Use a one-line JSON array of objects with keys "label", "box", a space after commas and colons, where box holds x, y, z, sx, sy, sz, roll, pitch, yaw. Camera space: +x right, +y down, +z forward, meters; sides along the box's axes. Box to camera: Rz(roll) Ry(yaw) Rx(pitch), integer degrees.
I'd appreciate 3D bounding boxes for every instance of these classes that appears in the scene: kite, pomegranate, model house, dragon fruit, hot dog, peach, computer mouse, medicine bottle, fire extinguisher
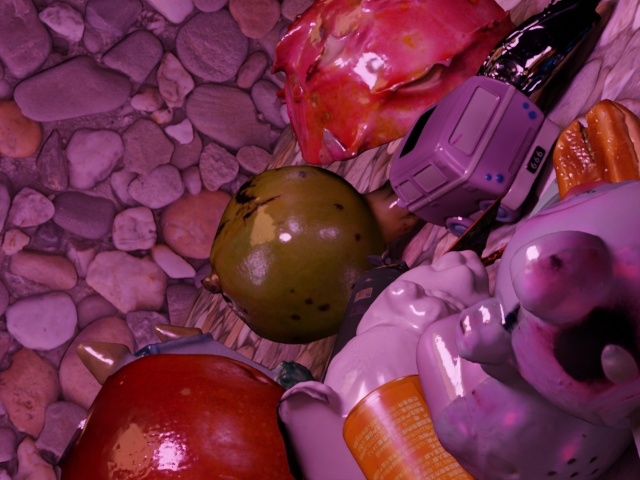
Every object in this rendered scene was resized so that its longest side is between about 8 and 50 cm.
[{"label": "kite", "box": [0.153, 0.037, 1.846, 0.189, 0.009, 0.232, -25, -32, -28]}, {"label": "pomegranate", "box": [0.000, 0.000, 2.346, 0.341, 0.260, 0.260, -35, 10, -3]}, {"label": "model house", "box": [-0.213, 0.234, 2.396, 0.267, 0.325, 0.194, -62, 13, -19]}, {"label": "dragon fruit", "box": [0.089, -0.265, 2.312, 0.371, 0.249, 0.386, -17, 14, 38]}, {"label": "hot dog", "box": [0.267, -0.021, 1.483, 0.100, 0.068, 0.249, -41, 39, 36]}, {"label": "peach", "box": [-0.166, 0.298, 2.069, 0.335, 0.310, 0.406, -55, 11, 2]}, {"label": "computer mouse", "box": [0.260, -0.231, 2.104, 0.241, 0.077, 0.146, -48, -2, 11]}, {"label": "medicine bottle", "box": [0.101, 0.211, 1.390, 0.096, 0.096, 0.192, -52, 54, 31]}, {"label": "fire extinguisher", "box": [0.061, 0.124, 2.048, 0.114, 0.095, 0.311, -12, 38, 32]}]

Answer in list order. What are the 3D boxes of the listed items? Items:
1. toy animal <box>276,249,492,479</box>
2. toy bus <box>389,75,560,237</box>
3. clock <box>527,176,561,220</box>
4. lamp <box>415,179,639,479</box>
[{"label": "toy animal", "box": [0.095, 0.151, 1.660, 0.357, 0.194, 0.257, -49, -40, -68]}, {"label": "toy bus", "box": [0.179, -0.098, 2.020, 0.142, 0.142, 0.202, -63, 11, -20]}, {"label": "clock", "box": [0.238, 0.012, 1.669, 0.188, 0.060, 0.148, -59, 11, 3]}, {"label": "lamp", "box": [0.211, 0.094, 1.261, 0.301, 0.247, 0.247, 124, 140, -51]}]
